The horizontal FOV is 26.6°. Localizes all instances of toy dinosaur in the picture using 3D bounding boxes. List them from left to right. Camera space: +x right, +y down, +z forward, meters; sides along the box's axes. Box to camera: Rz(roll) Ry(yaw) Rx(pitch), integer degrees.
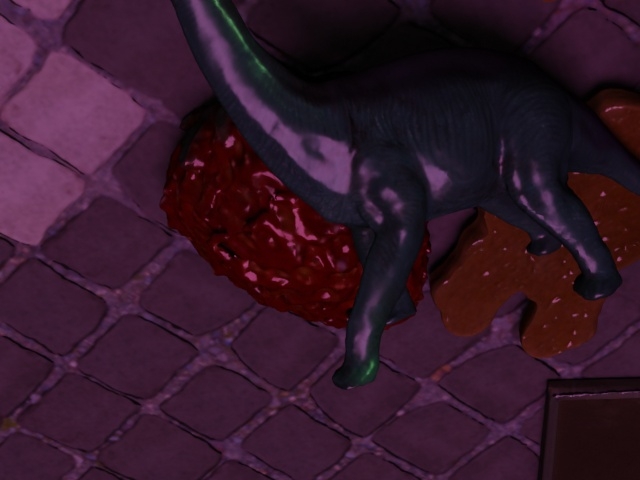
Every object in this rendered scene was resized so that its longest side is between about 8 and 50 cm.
[{"bbox_3d":[0.069,-0.108,0.829,0.384,0.129,0.330,-23,108,-22],"label":"toy dinosaur"}]

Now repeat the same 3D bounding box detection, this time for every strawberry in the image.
[{"bbox_3d":[0.000,0.000,0.946,0.190,0.111,0.236,-27,125,16],"label":"strawberry"}]

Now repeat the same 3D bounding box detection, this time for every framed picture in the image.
[{"bbox_3d":[0.333,0.196,1.166,0.290,0.020,0.211,-2,129,1],"label":"framed picture"}]

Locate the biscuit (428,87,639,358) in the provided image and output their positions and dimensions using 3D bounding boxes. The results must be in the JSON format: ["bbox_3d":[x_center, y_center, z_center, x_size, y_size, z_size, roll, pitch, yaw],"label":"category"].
[{"bbox_3d":[0.176,-0.011,0.988,0.144,0.040,0.236,12,126,-20],"label":"biscuit"}]

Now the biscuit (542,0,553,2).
[{"bbox_3d":[0.194,-0.214,0.830,0.184,0.027,0.133,-26,125,17],"label":"biscuit"}]
